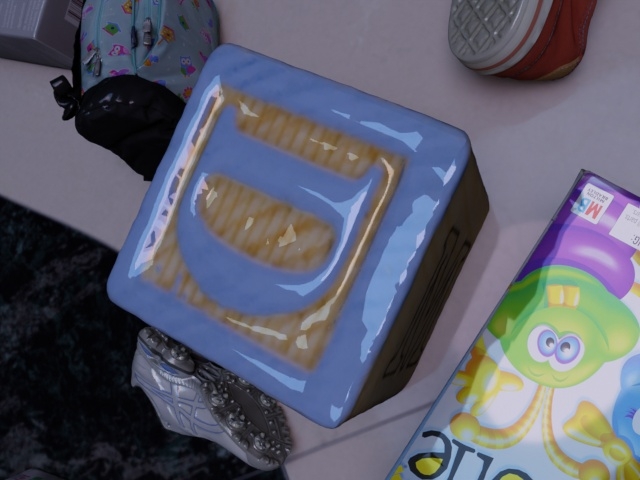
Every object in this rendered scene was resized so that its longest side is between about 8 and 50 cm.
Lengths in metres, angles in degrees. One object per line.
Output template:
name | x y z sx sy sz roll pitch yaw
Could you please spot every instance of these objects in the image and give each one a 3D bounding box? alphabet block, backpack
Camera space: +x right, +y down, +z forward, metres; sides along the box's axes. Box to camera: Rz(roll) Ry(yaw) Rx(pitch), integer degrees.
alphabet block | 0.000 0.000 0.478 0.192 0.197 0.193 27 92 20
backpack | -0.156 -0.164 0.589 0.115 0.152 0.181 -9 68 12

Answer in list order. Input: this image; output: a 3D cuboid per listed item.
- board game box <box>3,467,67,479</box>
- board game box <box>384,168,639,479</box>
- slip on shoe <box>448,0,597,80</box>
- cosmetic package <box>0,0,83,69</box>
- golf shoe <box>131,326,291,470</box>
board game box | -0.195 0.292 0.492 0.304 0.224 0.097 12 90 20
board game box | 0.164 0.115 0.437 0.142 0.144 0.275 33 94 19
slip on shoe | 0.191 -0.282 0.504 0.123 0.101 0.331 11 87 59
cosmetic package | -0.341 -0.264 0.675 0.238 0.107 0.127 16 88 22
golf shoe | -0.103 0.150 0.573 0.176 0.069 0.086 40 116 21
